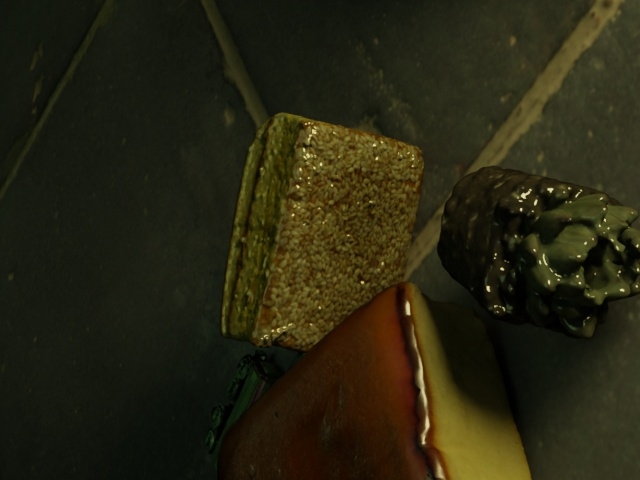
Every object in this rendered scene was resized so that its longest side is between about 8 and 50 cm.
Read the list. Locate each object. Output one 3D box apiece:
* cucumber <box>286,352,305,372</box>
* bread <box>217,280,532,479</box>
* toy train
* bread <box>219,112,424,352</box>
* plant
[{"bbox_3d":[-0.030,0.167,1.638,0.037,0.037,0.155,44,117,50],"label":"cucumber"},{"bbox_3d":[0.050,0.258,1.411,0.333,0.143,0.323,-46,46,39],"label":"bread"},{"bbox_3d":[-0.088,0.196,1.710,0.071,0.038,0.148,48,120,49],"label":"toy train"},{"bbox_3d":[0.000,0.000,1.518,0.111,0.184,0.234,14,92,49],"label":"bread"},{"bbox_3d":[0.193,0.012,1.295,0.194,0.129,0.132,29,107,57],"label":"plant"}]
